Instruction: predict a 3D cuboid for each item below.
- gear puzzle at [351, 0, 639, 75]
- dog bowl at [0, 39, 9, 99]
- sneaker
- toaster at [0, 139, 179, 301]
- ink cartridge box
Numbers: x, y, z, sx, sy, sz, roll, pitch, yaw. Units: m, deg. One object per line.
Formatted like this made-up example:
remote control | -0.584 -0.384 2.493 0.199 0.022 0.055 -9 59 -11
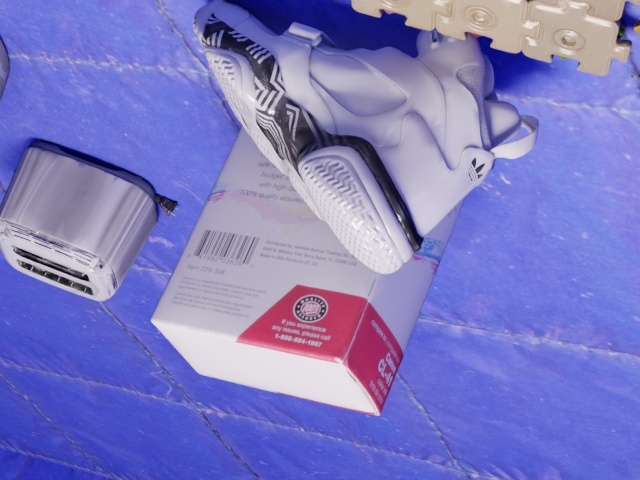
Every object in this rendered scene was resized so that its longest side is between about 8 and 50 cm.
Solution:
gear puzzle | 0.188 -0.218 1.303 0.339 0.044 0.175 17 152 11
dog bowl | -0.527 -0.234 1.840 0.349 0.102 0.348 21 155 10
sneaker | 0.039 -0.144 1.475 0.366 0.210 0.137 51 171 36
toaster | -0.312 -0.019 2.008 0.227 0.146 0.129 21 155 9
ink cartridge box | 0.000 0.000 1.574 0.226 0.306 0.131 10 152 29
